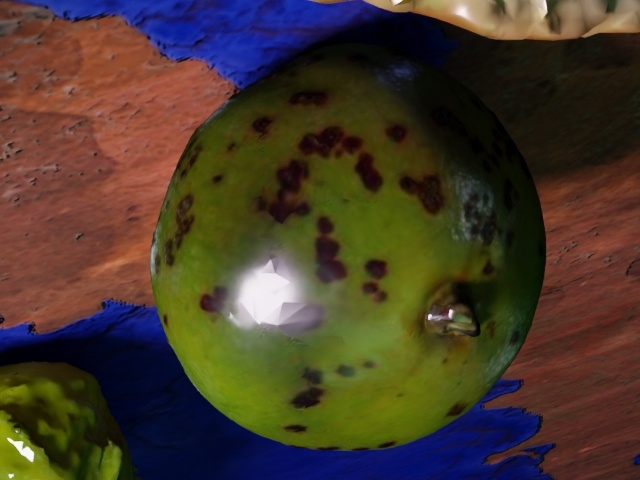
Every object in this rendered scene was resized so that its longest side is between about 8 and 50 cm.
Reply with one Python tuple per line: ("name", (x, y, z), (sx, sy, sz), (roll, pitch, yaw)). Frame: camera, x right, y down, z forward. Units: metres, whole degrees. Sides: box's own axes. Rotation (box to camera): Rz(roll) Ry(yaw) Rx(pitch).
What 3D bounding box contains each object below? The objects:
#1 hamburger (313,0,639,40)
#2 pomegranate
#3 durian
("hamburger", (-0.032, -0.217, 0.377), (0.446, 0.287, 0.268), (6, 121, -30))
("pomegranate", (0.000, 0.000, 0.954), (0.211, 0.211, 0.263), (-10, -161, -32))
("durian", (-0.237, 0.206, 1.193), (0.256, 0.204, 0.339), (-26, 148, -17))
